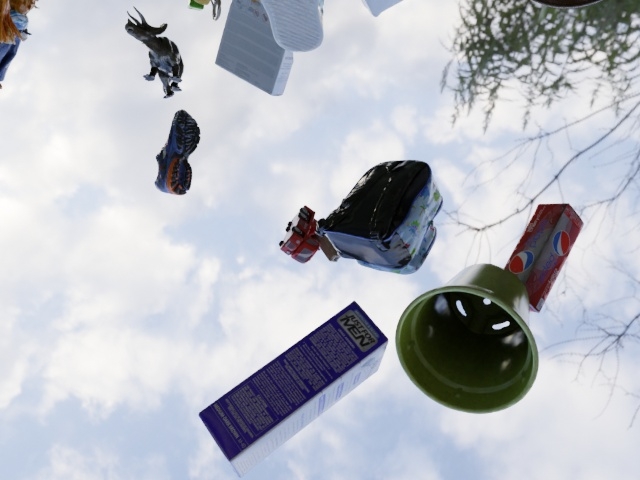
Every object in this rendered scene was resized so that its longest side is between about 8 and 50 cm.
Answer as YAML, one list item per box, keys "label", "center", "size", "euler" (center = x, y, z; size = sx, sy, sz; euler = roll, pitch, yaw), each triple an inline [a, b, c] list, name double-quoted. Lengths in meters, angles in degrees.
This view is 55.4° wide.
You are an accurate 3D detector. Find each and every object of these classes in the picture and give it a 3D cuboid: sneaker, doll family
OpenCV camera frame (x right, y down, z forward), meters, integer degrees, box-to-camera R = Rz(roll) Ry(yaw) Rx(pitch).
- label: "sneaker"
  center: [-0.054, -0.497, 1.102]
  size: [0.135, 0.366, 0.150]
  euler: [-3, -104, -4]
- label: "doll family"
  center: [-0.488, -0.307, 0.913]
  size: [0.118, 0.163, 0.263]
  euler: [27, -166, -9]
- label: "sneaker"
  center: [-0.351, -0.212, 1.452]
  size: [0.087, 0.083, 0.221]
  euler: [-3, -111, 31]

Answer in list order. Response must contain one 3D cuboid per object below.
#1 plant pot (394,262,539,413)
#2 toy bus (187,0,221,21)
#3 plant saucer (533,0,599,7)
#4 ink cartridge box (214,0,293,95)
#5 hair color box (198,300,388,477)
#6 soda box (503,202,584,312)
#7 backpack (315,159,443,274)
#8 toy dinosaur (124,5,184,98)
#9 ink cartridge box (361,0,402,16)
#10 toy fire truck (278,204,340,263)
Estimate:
- label: "plant pot"
  center: [0.328, 0.173, 1.276]
  size: [0.276, 0.276, 0.254]
  euler: [25, -151, 17]
- label: "toy bus"
  center: [-0.239, -0.511, 1.090]
  size: [0.105, 0.190, 0.202]
  euler: [2, -154, -25]
- label: "plant saucer"
  center: [0.473, -0.597, 1.132]
  size: [0.311, 0.310, 0.050]
  euler: [8, -156, 5]
- label: "ink cartridge box"
  center: [-0.140, -0.486, 1.442]
  size: [0.189, 0.232, 0.066]
  euler: [33, -154, 20]
- label: "hair color box"
  center: [-0.043, 0.271, 1.112]
  size: [0.339, 0.185, 0.110]
  euler: [-32, -113, -18]
- label: "soda box"
  center: [0.517, 0.038, 1.442]
  size: [0.083, 0.092, 0.263]
  euler: [41, -107, -23]
- label: "backpack"
  center: [0.073, -0.025, 0.642]
  size: [0.105, 0.084, 0.114]
  euler: [10, -123, 43]
- label: "toy dinosaur"
  center: [-0.422, -0.494, 1.685]
  size: [0.121, 0.313, 0.160]
  euler: [-2, -101, 9]
- label: "ink cartridge box"
  center: [0.105, -0.328, 0.341]
  size: [0.310, 0.272, 0.130]
  euler: [-23, -121, 16]
- label: "toy fire truck"
  center: [0.000, 0.000, 1.161]
  size: [0.135, 0.047, 0.192]
  euler: [37, -155, -10]
